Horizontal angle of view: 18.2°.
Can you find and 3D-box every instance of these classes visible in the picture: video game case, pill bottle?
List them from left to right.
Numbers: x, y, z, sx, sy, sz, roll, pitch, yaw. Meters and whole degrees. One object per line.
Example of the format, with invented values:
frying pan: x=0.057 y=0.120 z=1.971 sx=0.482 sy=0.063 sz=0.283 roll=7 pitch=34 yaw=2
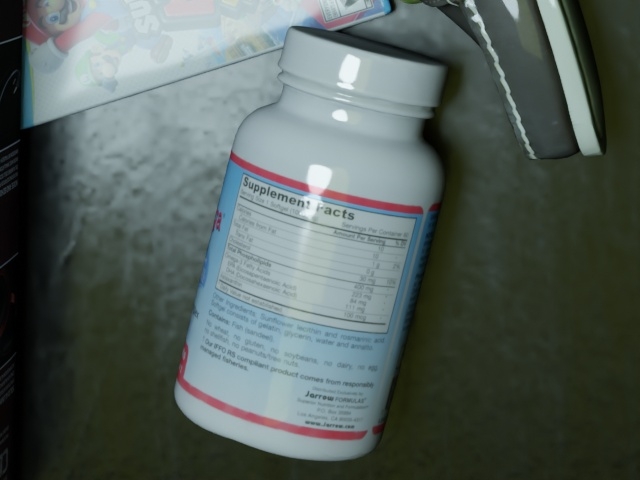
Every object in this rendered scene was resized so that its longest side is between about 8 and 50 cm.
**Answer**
video game case: x=-0.067 y=-0.125 z=0.818 sx=0.166 sy=0.015 sz=0.119 roll=-17 pitch=97 yaw=8
pill bottle: x=0.000 y=0.000 z=0.794 sx=0.087 sy=0.087 sz=0.160 roll=15 pitch=100 yaw=3

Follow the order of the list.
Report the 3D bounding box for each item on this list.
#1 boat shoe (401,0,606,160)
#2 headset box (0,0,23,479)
boat shoe: x=0.049 y=-0.132 z=0.775 sx=0.068 sy=0.081 sz=0.228 roll=-19 pitch=89 yaw=11
headset box: x=-0.238 y=0.004 z=0.800 sx=0.218 sy=0.110 sz=0.293 roll=5 pitch=101 yaw=8
